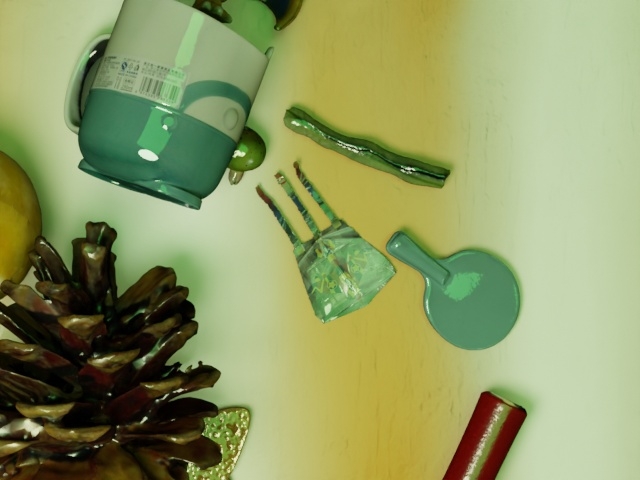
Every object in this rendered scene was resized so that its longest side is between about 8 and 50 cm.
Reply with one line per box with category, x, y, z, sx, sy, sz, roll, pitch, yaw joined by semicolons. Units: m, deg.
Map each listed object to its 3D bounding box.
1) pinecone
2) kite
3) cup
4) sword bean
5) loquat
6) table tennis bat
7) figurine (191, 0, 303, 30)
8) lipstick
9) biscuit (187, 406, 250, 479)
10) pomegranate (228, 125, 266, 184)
pinecone;-0.297;0.159;1.390;0.384;0.384;0.385;0;89;-7
kite;0.000;0.000;1.613;0.141;0.015;0.245;-35;96;-8
cup;-0.235;-0.199;1.494;0.289;0.219;0.258;17;84;29
sword bean;0.068;-0.137;1.614;0.269;0.038;0.043;22;92;-5
loquat;-0.493;-0.019;1.447;0.235;0.235;0.235;0;89;-7
table tennis bat;0.199;0.067;1.628;0.237;0.038;0.149;36;86;-9
figurine;-0.174;-0.517;1.482;0.401;0.268;0.387;22;89;-1
lipstick;0.228;0.347;1.601;0.080;0.080;0.241;26;87;-6
biscuit;-0.196;0.339;1.572;0.250;0.035;0.162;-44;99;-5
pomegranate;-0.114;-0.127;1.581;0.073;0.073;0.085;-21;131;-7
